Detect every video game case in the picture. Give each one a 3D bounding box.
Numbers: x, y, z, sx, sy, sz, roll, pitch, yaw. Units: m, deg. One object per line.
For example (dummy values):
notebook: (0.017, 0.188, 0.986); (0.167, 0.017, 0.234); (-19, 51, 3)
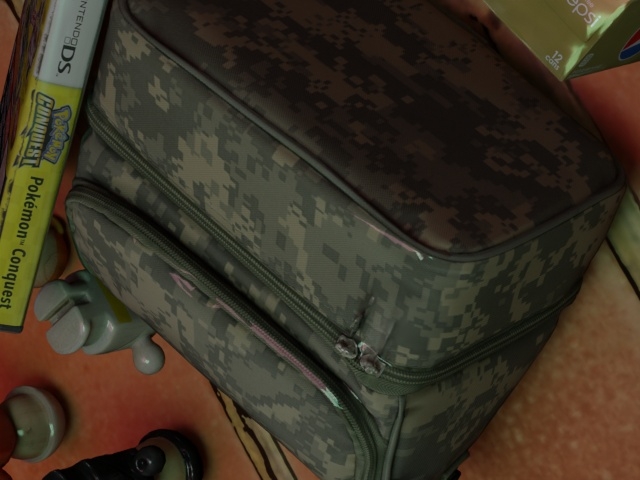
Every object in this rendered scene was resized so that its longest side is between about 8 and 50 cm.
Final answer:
video game case: (-0.180, -0.112, 1.155); (0.035, 0.275, 0.248); (12, 115, -14)

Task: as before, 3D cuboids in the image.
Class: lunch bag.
lunch bag: (0.000, 0.000, 1.069); (0.305, 0.212, 0.256); (39, 133, 21)

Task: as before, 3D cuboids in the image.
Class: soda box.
soda box: (0.163, -0.133, 0.927); (0.061, 0.181, 0.058); (49, 123, 15)

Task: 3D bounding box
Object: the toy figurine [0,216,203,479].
toy figurine: (-0.186, 0.093, 1.261); (0.213, 0.148, 0.209); (12, 102, 35)
